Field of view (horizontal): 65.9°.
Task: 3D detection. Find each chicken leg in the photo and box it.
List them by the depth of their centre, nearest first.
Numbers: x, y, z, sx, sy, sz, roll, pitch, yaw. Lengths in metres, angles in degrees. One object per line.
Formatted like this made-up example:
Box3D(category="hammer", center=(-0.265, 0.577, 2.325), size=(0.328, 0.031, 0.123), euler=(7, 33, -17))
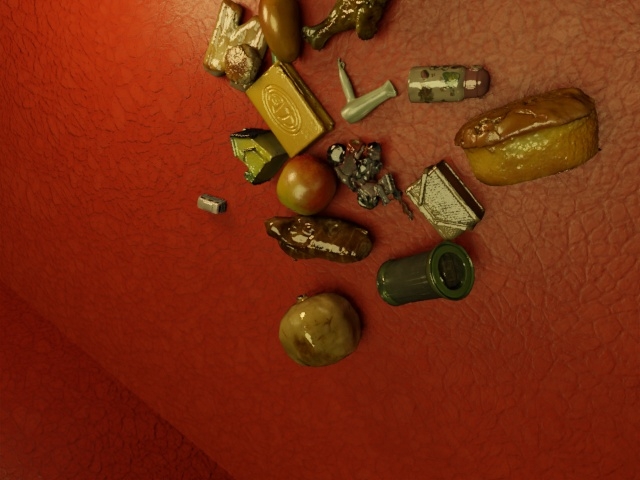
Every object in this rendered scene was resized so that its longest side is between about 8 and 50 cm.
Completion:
Box3D(category="chicken leg", center=(0.107, -0.756, 1.668), size=(0.361, 0.140, 0.211), euler=(-40, 67, 40))

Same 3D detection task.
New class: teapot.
Box3D(category="teapot", center=(0.377, 0.130, 1.775), size=(0.337, 0.271, 0.200), euler=(-22, 76, 57))

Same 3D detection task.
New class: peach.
Box3D(category="peach", center=(-0.051, -0.208, 1.864), size=(0.231, 0.231, 0.230), euler=(8, 110, 22))

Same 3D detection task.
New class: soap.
Box3D(category="soap", center=(-0.119, -0.499, 1.873), size=(0.204, 0.096, 0.324), euler=(-35, 90, 30))

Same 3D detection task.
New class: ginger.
Box3D(category="ginger", center=(0.000, 0.000, 1.943), size=(0.419, 0.254, 0.176), euler=(8, 74, 10))

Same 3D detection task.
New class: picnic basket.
Box3D(category="picnic basket", center=(0.432, -0.136, 1.703), size=(0.139, 0.165, 0.266), euler=(-40, 89, 29))

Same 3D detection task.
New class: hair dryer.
Box3D(category="hair dryer", center=(0.134, -0.564, 1.766), size=(0.207, 0.075, 0.237), euler=(-30, 85, 23))

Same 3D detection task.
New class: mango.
Box3D(category="mango", center=(-0.140, -0.763, 1.742), size=(0.140, 0.176, 0.254), euler=(-7, 97, 28))

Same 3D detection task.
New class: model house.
Box3D(category="model house", center=(-0.263, -0.347, 1.935), size=(0.211, 0.194, 0.170), euler=(45, 122, 4))

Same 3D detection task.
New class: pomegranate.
Box3D(category="pomegranate", center=(-0.004, 0.359, 2.010), size=(0.333, 0.332, 0.332), euler=(8, 110, 22))

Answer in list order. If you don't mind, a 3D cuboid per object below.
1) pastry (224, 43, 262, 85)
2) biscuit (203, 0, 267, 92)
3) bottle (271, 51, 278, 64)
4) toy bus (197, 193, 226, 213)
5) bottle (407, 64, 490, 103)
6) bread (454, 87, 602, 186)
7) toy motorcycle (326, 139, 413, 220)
Box3D(category="pastry", center=(-0.293, -0.656, 1.840), size=(0.154, 0.081, 0.153), euler=(7, 110, 20))
Box3D(category="biscuit", center=(-0.321, -0.745, 1.902), size=(0.237, 0.062, 0.290), euler=(31, 118, 11))
Box3D(category="bottle", center=(-0.170, -0.706, 1.864), size=(0.031, 0.030, 0.083), euler=(0, 106, 25))
Box3D(category="toy bus", center=(-0.483, -0.159, 2.168), size=(0.123, 0.075, 0.060), euler=(19, 114, 18))
Box3D(category="bottle", center=(0.419, -0.512, 1.609), size=(0.254, 0.120, 0.120), euler=(4, 109, 23))
Box3D(category="bread", center=(0.602, -0.310, 1.459), size=(0.399, 0.398, 0.215), euler=(-14, 107, 28))
Box3D(category="toy motorcycle", center=(0.196, -0.218, 1.806), size=(0.207, 0.134, 0.400), euler=(-34, 90, 36))
